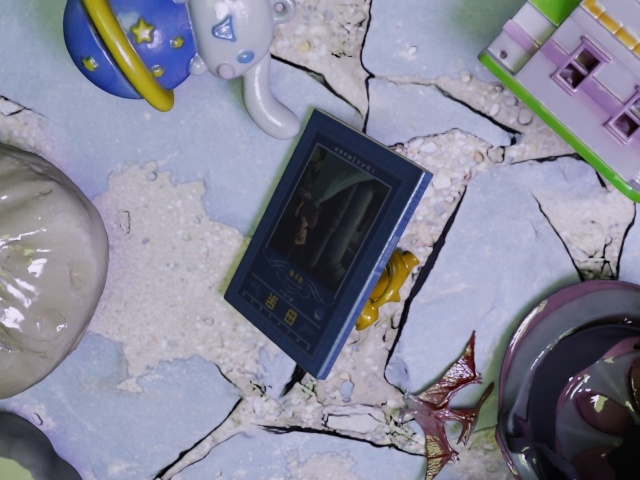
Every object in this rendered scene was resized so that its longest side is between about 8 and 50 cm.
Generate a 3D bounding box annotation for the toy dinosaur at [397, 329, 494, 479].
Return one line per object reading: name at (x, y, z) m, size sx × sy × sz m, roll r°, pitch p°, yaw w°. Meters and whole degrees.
toy dinosaur at (0.157, 0.217, 1.090) m, size 0.108 × 0.032 × 0.220 m, roll 16°, pitch 100°, yaw 4°

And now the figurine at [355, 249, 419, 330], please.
figurine at (0.038, 0.068, 1.021) m, size 0.176 × 0.122 × 0.121 m, roll -40°, pitch 115°, yaw 14°

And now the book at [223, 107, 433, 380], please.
book at (0.000, 0.000, 1.002) m, size 0.191 × 0.025 × 0.269 m, roll 36°, pitch 104°, yaw 39°

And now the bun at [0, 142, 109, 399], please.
bun at (-0.434, 0.044, 1.003) m, size 0.362 × 0.234 × 0.326 m, roll 1°, pitch 107°, yaw 11°

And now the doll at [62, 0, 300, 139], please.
doll at (-0.151, -0.229, 0.982) m, size 0.242 × 0.159 × 0.311 m, roll -35°, pitch 121°, yaw -2°

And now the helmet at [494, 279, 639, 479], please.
helmet at (0.363, 0.223, 0.967) m, size 0.271 × 0.338 × 0.197 m, roll -41°, pitch 124°, yaw 18°

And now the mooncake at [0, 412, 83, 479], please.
mooncake at (-0.443, 0.355, 1.113) m, size 0.275 × 0.135 × 0.275 m, roll 0°, pitch 99°, yaw 1°

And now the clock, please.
clock at (0.361, -0.231, 0.869) m, size 0.235 × 0.166 × 0.309 m, roll 45°, pitch 121°, yaw 7°
